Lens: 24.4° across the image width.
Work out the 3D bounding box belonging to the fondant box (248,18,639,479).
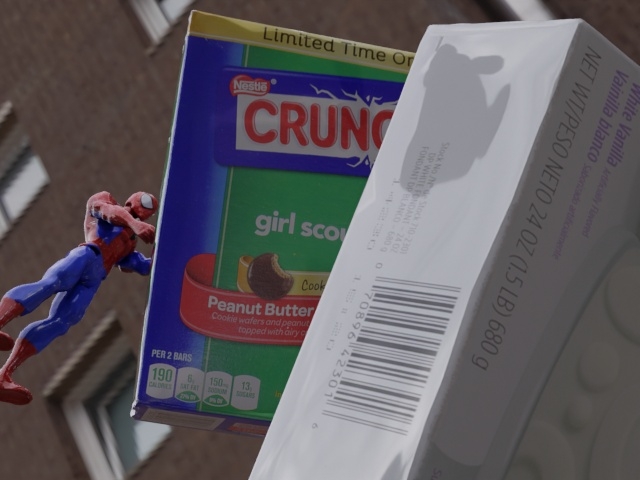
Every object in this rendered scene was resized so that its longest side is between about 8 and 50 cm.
[{"bbox_3d":[0.143,0.082,0.672,0.330,0.096,0.238,31,-105,-37],"label":"fondant box"}]

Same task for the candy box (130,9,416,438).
[{"bbox_3d":[0.000,0.000,1.197,0.268,0.317,0.122,9,-16,-10],"label":"candy box"}]

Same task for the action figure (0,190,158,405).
[{"bbox_3d":[-0.187,0.037,1.346,0.139,0.280,0.091,4,-55,19],"label":"action figure"}]
